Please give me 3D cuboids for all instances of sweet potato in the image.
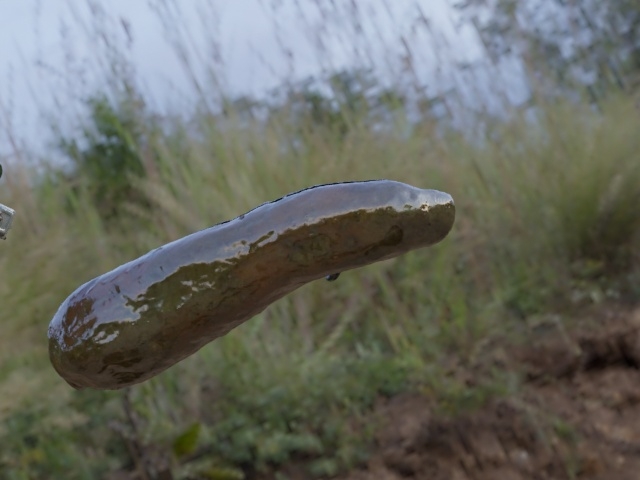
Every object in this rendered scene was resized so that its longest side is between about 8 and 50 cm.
[{"bbox_3d":[-0.051,0.020,0.950,0.273,0.075,0.075,-25,-12,16],"label":"sweet potato"}]

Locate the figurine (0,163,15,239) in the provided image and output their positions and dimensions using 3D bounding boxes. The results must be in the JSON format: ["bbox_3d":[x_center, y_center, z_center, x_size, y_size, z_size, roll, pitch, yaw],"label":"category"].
[{"bbox_3d":[-0.392,-0.028,1.708,0.147,0.197,0.093,-50,-40,9],"label":"figurine"}]

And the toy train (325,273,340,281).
[{"bbox_3d":[0.000,0.000,1.278,0.033,0.053,0.083,20,8,-25],"label":"toy train"}]
